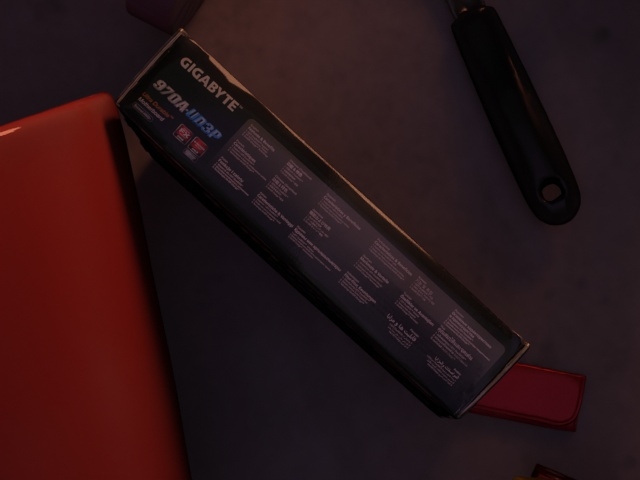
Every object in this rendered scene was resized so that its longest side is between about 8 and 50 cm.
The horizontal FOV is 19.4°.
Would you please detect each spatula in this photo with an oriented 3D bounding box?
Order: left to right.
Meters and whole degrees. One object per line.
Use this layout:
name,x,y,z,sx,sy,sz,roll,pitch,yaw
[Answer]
spatula,0.073,-0.145,1.013,0.084,0.030,0.296,-24,89,0

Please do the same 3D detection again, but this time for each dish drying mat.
dish drying mat,0.101,0.082,1.021,0.083,0.008,0.032,11,89,2

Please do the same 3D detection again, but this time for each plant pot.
plant pot,-0.186,0.084,0.913,0.275,0.275,0.243,-20,96,1

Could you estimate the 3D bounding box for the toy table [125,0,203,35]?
toy table,-0.088,-0.253,0.925,0.161,0.252,0.274,29,112,0

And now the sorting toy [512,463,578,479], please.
sorting toy,0.215,0.188,0.955,0.274,0.132,0.046,23,92,2

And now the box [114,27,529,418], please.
box,0.000,0.000,0.937,0.220,0.175,0.051,42,86,5
